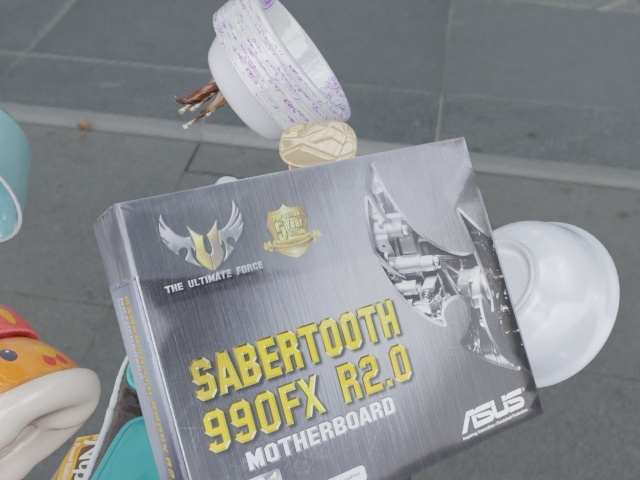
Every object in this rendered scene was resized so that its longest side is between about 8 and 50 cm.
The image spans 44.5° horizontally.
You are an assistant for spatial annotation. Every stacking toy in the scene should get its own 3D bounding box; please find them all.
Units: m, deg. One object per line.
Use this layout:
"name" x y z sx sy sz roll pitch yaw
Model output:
"stacking toy" -0.616 0.162 1.254 0.350 0.350 0.480 -31 75 -30

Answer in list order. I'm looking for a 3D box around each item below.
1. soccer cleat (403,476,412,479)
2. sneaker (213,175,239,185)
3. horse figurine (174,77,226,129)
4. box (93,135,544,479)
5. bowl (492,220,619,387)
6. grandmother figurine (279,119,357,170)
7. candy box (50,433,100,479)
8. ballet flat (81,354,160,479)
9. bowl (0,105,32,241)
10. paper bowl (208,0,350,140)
"soccer cleat" -0.033 0.326 1.044 0.318 0.116 0.108 2 16 18
"sneaker" -0.195 -0.028 1.536 0.090 0.145 0.270 11 68 -2
"horse figurine" -0.211 -0.310 1.623 0.174 0.066 0.263 -37 7 16
"box" 0.008 0.049 0.451 0.231 0.056 0.183 -13 88 -30
"bowl" 0.321 0.084 1.289 0.134 0.298 0.298 28 24 -39
"grandmother figurine" 0.000 0.000 0.891 0.104 0.342 0.208 26 78 12
"candy box" -0.484 0.536 1.593 0.183 0.088 0.316 -15 29 26
"ballet flat" -0.124 0.178 0.691 0.139 0.139 0.400 7 33 7
"bowl" -0.645 -0.153 1.397 0.311 0.311 0.163 10 53 10
"paper bowl" -0.084 -0.290 1.362 0.148 0.284 0.284 -33 40 16
